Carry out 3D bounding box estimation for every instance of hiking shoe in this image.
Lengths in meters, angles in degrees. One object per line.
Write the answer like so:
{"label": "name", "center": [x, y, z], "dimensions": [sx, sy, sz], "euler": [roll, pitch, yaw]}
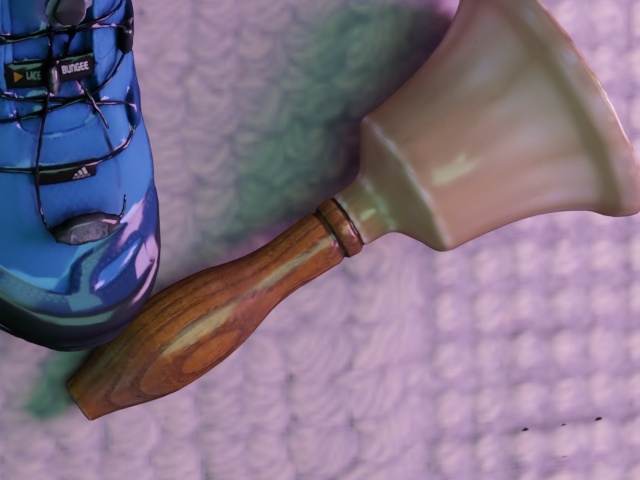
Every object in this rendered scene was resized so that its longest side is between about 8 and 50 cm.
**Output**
{"label": "hiking shoe", "center": [-0.119, -0.098, 0.675], "dimensions": [0.113, 0.132, 0.304], "euler": [-19, 104, -22]}

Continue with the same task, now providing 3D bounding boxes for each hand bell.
{"label": "hand bell", "center": [0.000, 0.000, 0.780], "dimensions": [0.242, 0.126, 0.126], "euler": [-33, 110, -5]}
